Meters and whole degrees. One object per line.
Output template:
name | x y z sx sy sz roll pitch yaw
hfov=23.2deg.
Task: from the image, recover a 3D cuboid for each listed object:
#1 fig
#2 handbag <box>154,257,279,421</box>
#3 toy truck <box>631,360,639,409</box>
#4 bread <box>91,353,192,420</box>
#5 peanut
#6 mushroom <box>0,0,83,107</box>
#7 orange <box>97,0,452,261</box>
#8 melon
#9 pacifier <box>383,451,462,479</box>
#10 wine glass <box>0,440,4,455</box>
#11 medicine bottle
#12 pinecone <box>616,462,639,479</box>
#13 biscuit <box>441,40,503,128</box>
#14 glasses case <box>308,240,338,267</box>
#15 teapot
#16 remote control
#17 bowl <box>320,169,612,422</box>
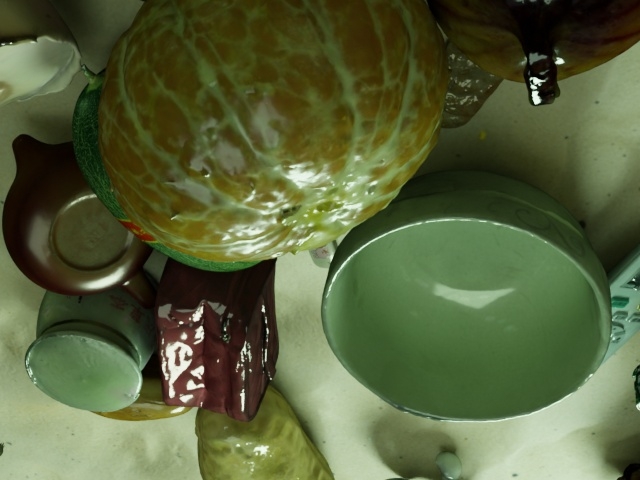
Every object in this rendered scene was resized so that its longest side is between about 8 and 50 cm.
fig | 0.199 -0.248 1.377 0.235 0.214 0.235 4 110 11
handbag | -0.117 0.105 1.830 0.135 0.146 0.225 11 136 8
toy truck | 0.488 0.185 1.801 0.259 0.121 0.088 24 135 -13
bread | -0.236 0.186 1.958 0.189 0.114 0.077 4 118 15
peanut | -0.072 0.295 2.021 0.148 0.147 0.319 -11 135 21
mushroom | -0.353 -0.217 1.584 0.236 0.162 0.173 -35 75 41
orange | -0.047 -0.125 1.400 0.329 0.249 0.329 -25 153 -14
melon | -0.147 -0.083 1.621 0.182 0.182 0.288 -30 121 34
pacifier | 0.151 0.332 2.039 0.150 0.127 0.116 20 111 1
wine glass | -0.609 0.290 2.063 0.323 0.238 0.238 33 132 -17
medicine bottle | -0.269 0.112 1.868 0.147 0.143 0.147 5 135 5
pinecone | 0.442 0.374 1.938 0.273 0.224 0.224 -14 131 40
biscuit | 0.145 -0.165 1.592 0.071 0.018 0.147 25 135 -15
glasses case | 0.000 0.000 1.786 0.032 0.021 0.083 -6 133 15
teapot | -0.259 -0.019 1.752 0.178 0.135 0.252 -37 124 -2
remote control | 0.319 0.086 1.781 0.103 0.051 0.293 7 141 -33
bowl | 0.162 0.041 1.694 0.307 0.163 0.307 6 135 6
